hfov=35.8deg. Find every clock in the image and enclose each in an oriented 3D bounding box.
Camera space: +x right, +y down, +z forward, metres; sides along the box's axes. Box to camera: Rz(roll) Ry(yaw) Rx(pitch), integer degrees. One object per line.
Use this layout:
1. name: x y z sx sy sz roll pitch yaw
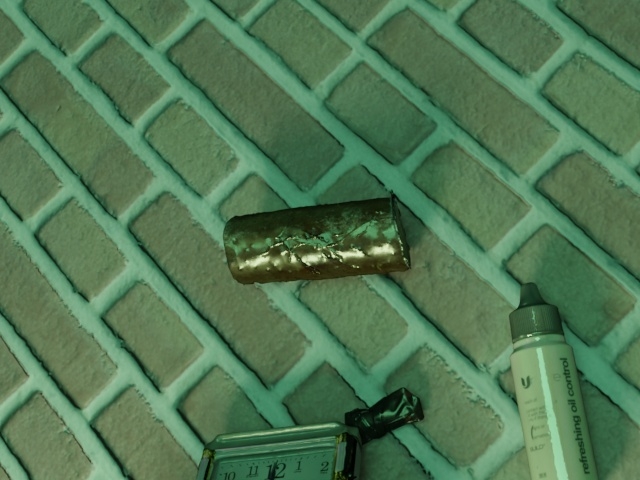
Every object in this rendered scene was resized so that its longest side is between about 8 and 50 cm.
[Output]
1. clock: -0.066 0.357 1.392 0.253 0.083 0.186 -9 35 14

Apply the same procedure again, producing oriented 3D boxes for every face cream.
1. face cream: 0.314 0.207 1.368 0.092 0.092 0.311 -12 68 13

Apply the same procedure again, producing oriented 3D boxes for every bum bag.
1. bum bag: 0.090 0.259 1.448 0.125 0.034 0.057 -27 80 7

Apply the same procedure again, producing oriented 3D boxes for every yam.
1. yam: 0.000 0.002 1.515 0.280 0.131 0.131 -6 71 16
